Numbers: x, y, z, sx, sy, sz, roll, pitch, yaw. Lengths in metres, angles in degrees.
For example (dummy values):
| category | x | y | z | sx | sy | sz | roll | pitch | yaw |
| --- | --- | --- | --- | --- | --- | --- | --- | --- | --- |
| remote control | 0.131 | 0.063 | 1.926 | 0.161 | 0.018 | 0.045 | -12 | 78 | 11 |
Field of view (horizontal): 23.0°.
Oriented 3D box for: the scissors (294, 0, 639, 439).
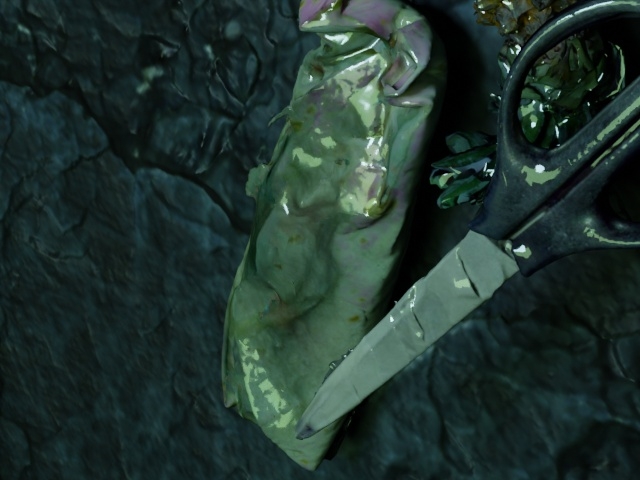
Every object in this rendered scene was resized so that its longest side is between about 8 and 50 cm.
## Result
| category | x | y | z | sx | sy | sz | roll | pitch | yaw |
| --- | --- | --- | --- | --- | --- | --- | --- | --- | --- |
| scissors | 0.072 | 0.010 | 0.700 | 0.109 | 0.022 | 0.300 | 42 | 128 | -1 |

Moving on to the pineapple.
| category | x | y | z | sx | sy | sz | roll | pitch | yaw |
| --- | --- | --- | --- | --- | --- | --- | --- | --- | --- |
| pineapple | 0.093 | -0.106 | 0.692 | 0.103 | 0.083 | 0.221 | 9 | 116 | 24 |

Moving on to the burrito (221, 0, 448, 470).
| category | x | y | z | sx | sy | sz | roll | pitch | yaw |
| --- | --- | --- | --- | --- | --- | --- | --- | --- | --- |
| burrito | 0.004 | 0.001 | 0.847 | 0.096 | 0.066 | 0.309 | 36 | 133 | 25 |
